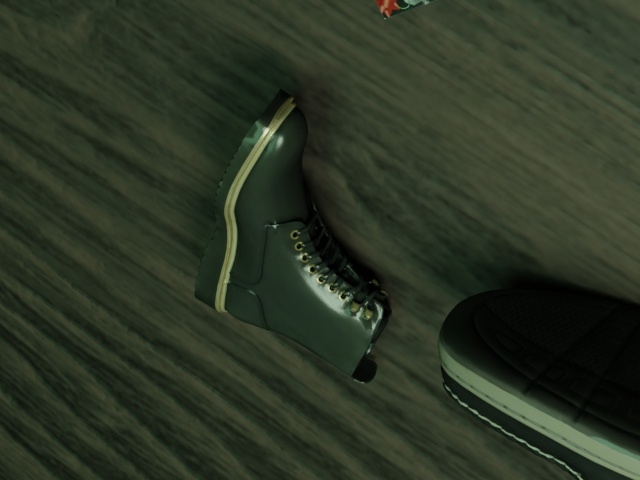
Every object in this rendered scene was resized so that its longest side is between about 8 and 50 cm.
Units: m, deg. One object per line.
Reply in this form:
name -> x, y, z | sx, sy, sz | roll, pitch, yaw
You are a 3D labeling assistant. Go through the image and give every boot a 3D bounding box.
boot -> 0.225, 0.212, 1.185 | 0.377, 0.138, 0.284 | 22, 128, 16
boot -> 0.000, 0.000, 1.262 | 0.137, 0.077, 0.198 | 30, 143, 11

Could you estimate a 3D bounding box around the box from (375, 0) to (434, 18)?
box -> 0.075, -0.194, 1.112 | 0.137, 0.027, 0.094 | -16, 107, 40
